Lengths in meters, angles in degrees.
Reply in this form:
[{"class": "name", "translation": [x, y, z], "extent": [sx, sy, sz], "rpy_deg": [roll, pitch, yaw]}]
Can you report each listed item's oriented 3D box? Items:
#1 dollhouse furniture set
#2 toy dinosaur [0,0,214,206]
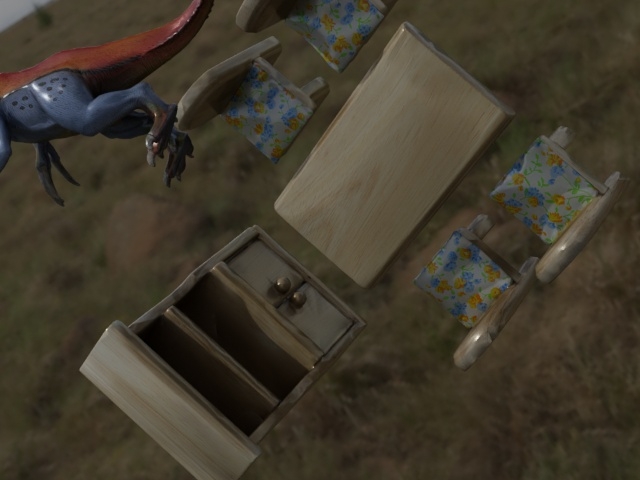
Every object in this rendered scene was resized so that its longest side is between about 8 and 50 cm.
[{"class": "dollhouse furniture set", "translation": [0.000, 0.000, 0.687], "extent": [0.242, 0.212, 0.161], "rpy_deg": [-53, -6, 34]}, {"class": "toy dinosaur", "translation": [-0.076, -0.038, 0.350], "extent": [0.047, 0.082, 0.090], "rpy_deg": [6, -77, -80]}]
